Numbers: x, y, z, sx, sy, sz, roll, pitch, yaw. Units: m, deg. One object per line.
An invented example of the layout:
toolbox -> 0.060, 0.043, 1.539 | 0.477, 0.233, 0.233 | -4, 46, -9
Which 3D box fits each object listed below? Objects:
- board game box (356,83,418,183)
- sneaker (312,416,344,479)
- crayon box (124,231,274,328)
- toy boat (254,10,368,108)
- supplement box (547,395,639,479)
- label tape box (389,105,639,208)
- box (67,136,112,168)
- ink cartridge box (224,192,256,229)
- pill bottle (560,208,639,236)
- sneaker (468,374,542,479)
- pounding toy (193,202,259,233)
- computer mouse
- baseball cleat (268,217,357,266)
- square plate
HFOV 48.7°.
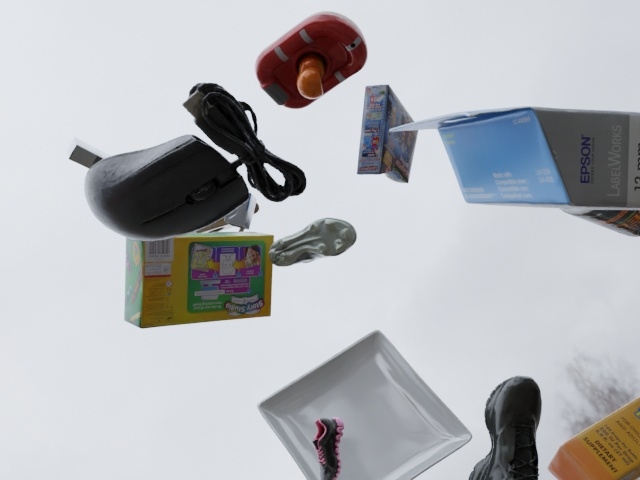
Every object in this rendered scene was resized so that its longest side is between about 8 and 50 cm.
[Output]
board game box -> 0.145, -0.211, 1.572 | 0.194, 0.060, 0.194 | 40, -121, -54
sneaker -> 0.006, 0.370, 1.252 | 0.057, 0.119, 0.047 | 21, -28, -34
crayon box -> -0.225, 0.069, 1.343 | 0.279, 0.081, 0.165 | -1, -84, -37
toy boat -> -0.015, -0.331, 1.373 | 0.231, 0.151, 0.151 | -31, -51, 24
supplement box -> 0.424, 0.266, 0.952 | 0.234, 0.078, 0.080 | -22, -40, -22
label tape box -> 0.286, -0.092, 0.860 | 0.348, 0.249, 0.115 | -2, -86, -14
box -> -0.448, -0.156, 1.521 | 0.186, 0.145, 0.038 | 30, -87, -24
ink cartridge box -> -0.112, -0.043, 1.005 | 0.083, 0.028, 0.048 | 68, -143, -86
pill bottle -> 0.530, -0.081, 1.244 | 0.246, 0.130, 0.130 | 14, -60, -34
sneaker -> 0.355, 0.388, 1.283 | 0.109, 0.130, 0.286 | 6, -80, -12
pounding toy -> -0.238, -0.070, 1.767 | 0.206, 0.180, 0.094 | -19, -5, -30
computer mouse -> -0.172, -0.061, 0.821 | 0.272, 0.072, 0.188 | -17, -42, 28
baseball cleat -> 0.000, 0.000, 1.294 | 0.206, 0.072, 0.110 | -12, -3, 39
square plate -> 0.091, 0.403, 1.554 | 0.344, 0.347, 0.049 | -29, -38, -17
